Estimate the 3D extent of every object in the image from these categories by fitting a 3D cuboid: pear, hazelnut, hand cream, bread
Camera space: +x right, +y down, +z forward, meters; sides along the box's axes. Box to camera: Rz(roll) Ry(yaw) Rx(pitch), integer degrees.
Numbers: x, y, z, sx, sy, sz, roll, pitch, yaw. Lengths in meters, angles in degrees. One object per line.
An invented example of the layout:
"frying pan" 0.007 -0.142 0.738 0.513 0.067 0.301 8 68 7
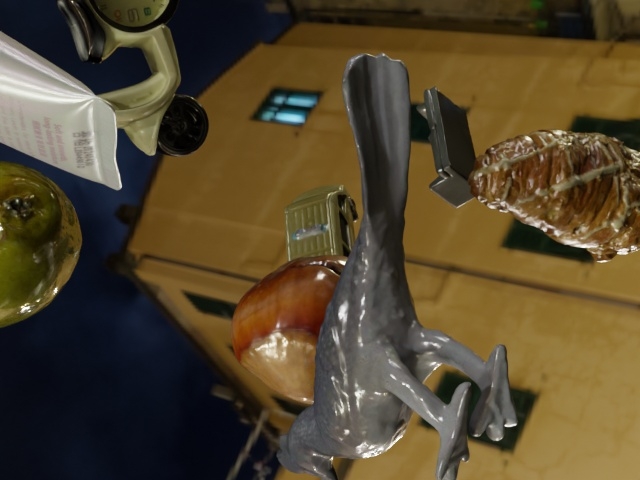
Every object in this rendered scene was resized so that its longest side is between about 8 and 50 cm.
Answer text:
"pear" -0.502 0.008 1.681 0.269 0.321 0.269 20 -129 -27
"hazelnut" -0.010 0.106 1.305 0.182 0.182 0.182 -20 -64 -51
"hand cream" -0.358 -0.174 1.117 0.118 0.359 0.185 -60 -4 -26
"bread" 0.218 -0.041 0.877 0.233 0.076 0.105 7 -128 -36

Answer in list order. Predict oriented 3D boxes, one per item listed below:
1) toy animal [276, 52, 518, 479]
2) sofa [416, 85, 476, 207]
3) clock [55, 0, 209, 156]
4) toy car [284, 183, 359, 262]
"toy animal" 0.049 0.076 0.773 0.081 0.206 0.367 -10 -55 -35
"sofa" 0.161 -0.124 1.474 0.085 0.060 0.147 33 -140 -42
"clock" -0.337 -0.307 1.776 0.277 0.120 0.378 -13 -81 -25
"toy car" 0.000 0.000 1.657 0.124 0.101 0.256 63 -164 -45
